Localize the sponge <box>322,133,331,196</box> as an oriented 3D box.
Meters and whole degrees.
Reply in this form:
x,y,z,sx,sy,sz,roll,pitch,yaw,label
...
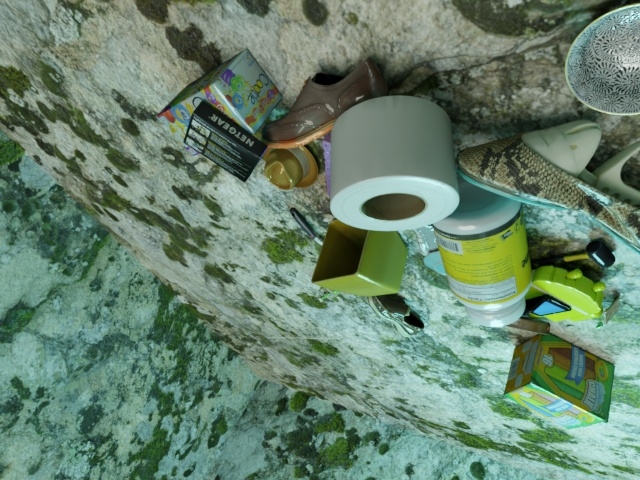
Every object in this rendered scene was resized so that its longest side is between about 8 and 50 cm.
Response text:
x,y,z,sx,sy,sz,roll,pitch,yaw,label
0.070,-0.174,1.189,0.117,0.031,0.210,20,149,19,sponge

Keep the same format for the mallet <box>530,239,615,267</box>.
x,y,z,sx,sy,sz,roll,pitch,yaw,label
0.585,0.048,1.066,0.062,0.039,0.189,34,155,-12,mallet

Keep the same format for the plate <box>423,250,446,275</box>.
x,y,z,sx,sy,sz,roll,pitch,yaw,label
0.373,0.070,1.232,0.188,0.024,0.188,10,158,4,plate

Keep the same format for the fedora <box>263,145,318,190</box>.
x,y,z,sx,sy,sz,roll,pitch,yaw,label
-0.098,-0.199,1.254,0.194,0.079,0.194,22,148,14,fedora

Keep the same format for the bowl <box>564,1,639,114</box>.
x,y,z,sx,sy,sz,roll,pitch,yaw,label
0.451,-0.274,0.654,0.170,0.080,0.170,22,148,14,bowl

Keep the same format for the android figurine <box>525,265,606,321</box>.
x,y,z,sx,sy,sz,roll,pitch,yaw,label
0.580,0.133,1.147,0.248,0.056,0.273,27,157,0,android figurine

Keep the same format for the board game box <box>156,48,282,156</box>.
x,y,z,sx,sy,sz,roll,pitch,yaw,label
-0.255,-0.331,1.132,0.275,0.144,0.142,-5,135,45,board game box

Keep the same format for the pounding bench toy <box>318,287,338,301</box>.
x,y,z,sx,sy,sz,roll,pitch,yaw,label
0.032,0.192,1.717,0.052,0.083,0.065,40,149,-16,pounding bench toy

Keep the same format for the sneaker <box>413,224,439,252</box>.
x,y,z,sx,sy,sz,roll,pitch,yaw,label
0.298,-0.046,1.143,0.132,0.086,0.229,3,150,32,sneaker

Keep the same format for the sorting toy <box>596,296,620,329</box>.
x,y,z,sx,sy,sz,roll,pitch,yaw,label
0.699,0.179,1.113,0.012,0.083,0.062,37,163,45,sorting toy

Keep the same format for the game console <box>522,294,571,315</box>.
x,y,z,sx,sy,sz,roll,pitch,yaw,label
0.538,0.183,1.146,0.071,0.107,0.122,55,158,6,game console

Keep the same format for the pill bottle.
x,y,z,sx,sy,sz,roll,pitch,yaw,label
0.372,0.034,1.036,0.187,0.188,0.334,5,133,37,pill bottle

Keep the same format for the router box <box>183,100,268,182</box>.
x,y,z,sx,sy,sz,roll,pitch,yaw,label
-0.226,-0.226,1.073,0.178,0.046,0.133,33,151,-12,router box

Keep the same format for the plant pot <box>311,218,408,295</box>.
x,y,z,sx,sy,sz,roll,pitch,yaw,label
0.130,0.055,1.327,0.187,0.212,0.212,31,153,-28,plant pot

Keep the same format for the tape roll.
x,y,z,sx,sy,sz,roll,pitch,yaw,label
0.140,-0.139,0.898,0.246,0.169,0.246,1,158,0,tape roll

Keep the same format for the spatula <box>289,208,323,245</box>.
x,y,z,sx,sy,sz,roll,pitch,yaw,label
0.000,0.000,1.511,0.296,0.030,0.084,45,146,-22,spatula

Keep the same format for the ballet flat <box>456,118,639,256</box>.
x,y,z,sx,sy,sz,roll,pitch,yaw,label
0.497,-0.110,0.818,0.482,0.164,0.182,25,128,-1,ballet flat

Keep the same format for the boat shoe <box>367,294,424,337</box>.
x,y,z,sx,sy,sz,roll,pitch,yaw,label
0.270,0.239,1.586,0.095,0.095,0.257,-23,128,38,boat shoe

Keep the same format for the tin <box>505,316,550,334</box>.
x,y,z,sx,sy,sz,roll,pitch,yaw,label
0.555,0.231,1.307,0.189,0.040,0.106,9,-178,37,tin

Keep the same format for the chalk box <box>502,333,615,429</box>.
x,y,z,sx,sy,sz,roll,pitch,yaw,label
0.735,0.434,1.360,0.288,0.180,0.179,25,150,7,chalk box

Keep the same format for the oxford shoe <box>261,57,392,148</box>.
x,y,z,sx,sy,sz,roll,pitch,yaw,label
-0.007,-0.297,1.013,0.363,0.130,0.133,-7,116,38,oxford shoe
